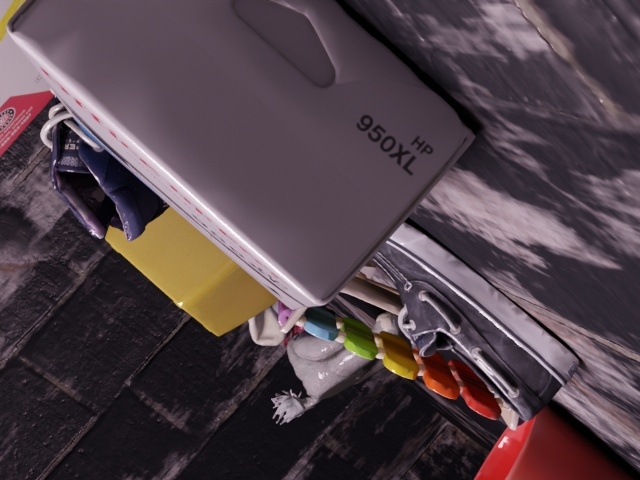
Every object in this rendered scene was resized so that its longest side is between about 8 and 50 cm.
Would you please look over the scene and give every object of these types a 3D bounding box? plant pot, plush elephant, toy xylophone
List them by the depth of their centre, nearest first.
[{"bbox_3d":[0.106,0.116,1.382,0.323,0.081,0.236,24,-173,3],"label":"toy xylophone"},{"bbox_3d":[-0.131,-0.009,1.389,0.212,0.187,0.212,39,174,22],"label":"plant pot"},{"bbox_3d":[0.345,0.402,1.633,0.243,0.275,0.275,32,174,5],"label":"plant pot"},{"bbox_3d":[-0.007,0.179,2.296,0.255,0.330,0.272,59,-173,16],"label":"plush elephant"}]

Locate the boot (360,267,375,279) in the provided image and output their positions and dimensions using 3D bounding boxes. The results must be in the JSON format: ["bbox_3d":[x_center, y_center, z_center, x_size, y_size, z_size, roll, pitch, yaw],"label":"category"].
[{"bbox_3d":[0.000,0.000,1.705,0.086,0.069,0.190,31,170,48],"label":"boot"}]

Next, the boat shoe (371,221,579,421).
[{"bbox_3d":[0.132,0.079,1.243,0.301,0.102,0.108,39,174,18],"label":"boat shoe"}]

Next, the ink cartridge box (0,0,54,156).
[{"bbox_3d":[-0.414,-0.275,1.291,0.160,0.279,0.384,39,174,13],"label":"ink cartridge box"}]

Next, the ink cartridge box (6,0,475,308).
[{"bbox_3d":[-0.066,-0.092,0.930,0.285,0.166,0.395,41,174,-1],"label":"ink cartridge box"}]

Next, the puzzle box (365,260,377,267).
[{"bbox_3d":[-0.086,-0.118,1.470,0.409,0.052,0.272,42,175,-7],"label":"puzzle box"}]

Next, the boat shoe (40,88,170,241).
[{"bbox_3d":[-0.227,-0.154,1.156,0.127,0.158,0.340,2,133,32],"label":"boat shoe"}]
